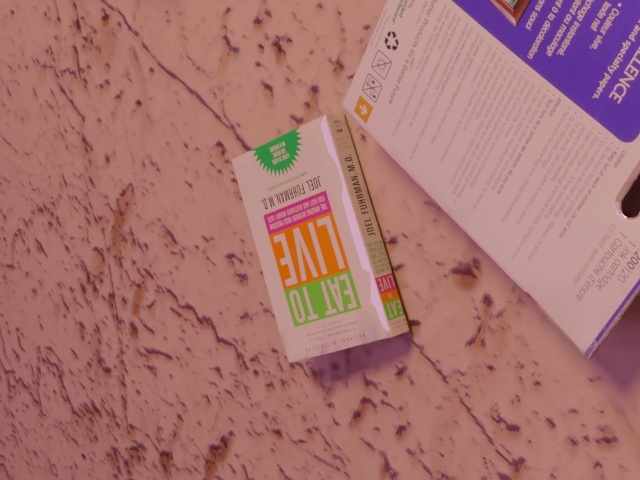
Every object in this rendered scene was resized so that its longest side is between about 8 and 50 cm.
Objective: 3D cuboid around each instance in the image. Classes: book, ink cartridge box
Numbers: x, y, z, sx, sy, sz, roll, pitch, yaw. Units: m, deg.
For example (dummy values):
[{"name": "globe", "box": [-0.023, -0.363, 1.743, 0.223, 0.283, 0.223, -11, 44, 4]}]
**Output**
[{"name": "book", "box": [0.000, 0.000, 0.710, 0.096, 0.035, 0.144, -20, 86, 46]}, {"name": "ink cartridge box", "box": [0.117, -0.084, 0.531, 0.208, 0.045, 0.206, 49, 134, 28]}]
